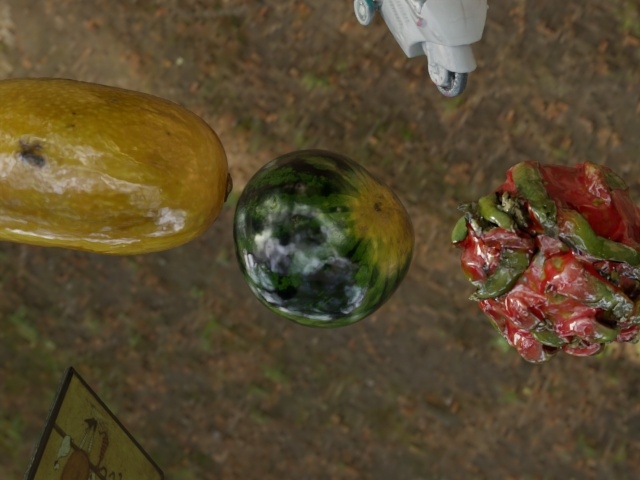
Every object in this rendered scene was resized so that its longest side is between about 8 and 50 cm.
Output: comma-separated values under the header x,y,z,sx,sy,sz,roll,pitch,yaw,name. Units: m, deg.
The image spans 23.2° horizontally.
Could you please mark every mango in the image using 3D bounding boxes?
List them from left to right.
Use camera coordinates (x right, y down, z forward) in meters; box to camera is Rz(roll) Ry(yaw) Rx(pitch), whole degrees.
x,y,z,sx,sy,sz,roll,pitch,yaw,name
-0.210,-0.057,1.132,0.294,0.120,0.177,7,179,8,mango

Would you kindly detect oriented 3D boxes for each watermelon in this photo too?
x,y,z,sx,sy,sz,roll,pitch,yaw,name
0.004,0.000,2.233,0.269,0.269,0.269,20,143,16,watermelon

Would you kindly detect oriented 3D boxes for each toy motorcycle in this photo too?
x,y,z,sx,sy,sz,roll,pitch,yaw,name
0.125,-0.305,1.871,0.260,0.110,0.171,64,154,25,toy motorcycle

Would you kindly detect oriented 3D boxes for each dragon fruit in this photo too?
x,y,z,sx,sy,sz,roll,pitch,yaw,name
0.285,0.021,1.874,0.231,0.237,0.302,-21,149,18,dragon fruit

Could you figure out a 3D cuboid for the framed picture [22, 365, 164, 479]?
x,y,z,sx,sy,sz,roll,pitch,yaw,name
-0.314,0.373,2.078,0.014,0.339,0.255,-14,129,27,framed picture
